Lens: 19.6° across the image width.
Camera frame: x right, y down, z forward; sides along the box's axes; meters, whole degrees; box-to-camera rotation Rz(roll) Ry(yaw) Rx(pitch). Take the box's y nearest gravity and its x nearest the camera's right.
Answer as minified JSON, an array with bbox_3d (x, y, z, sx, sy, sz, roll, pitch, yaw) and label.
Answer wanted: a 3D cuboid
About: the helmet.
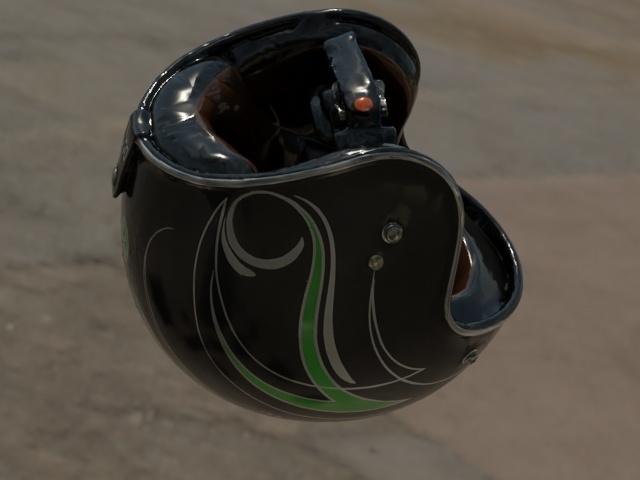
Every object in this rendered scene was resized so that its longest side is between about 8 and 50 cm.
[{"bbox_3d":[0.000,0.000,0.803,0.169,0.161,0.169,-8,38,6],"label":"helmet"}]
